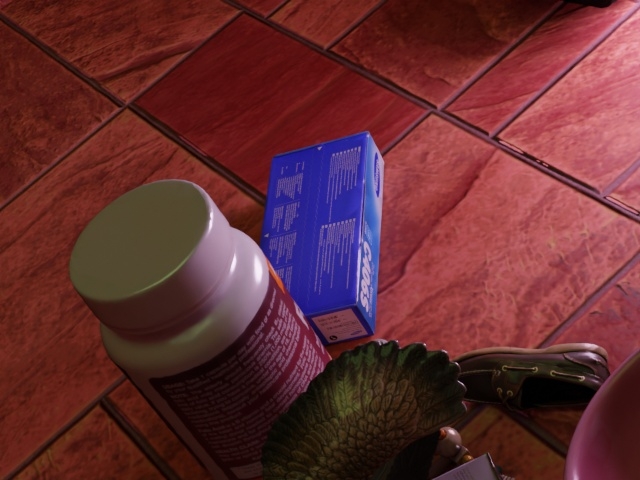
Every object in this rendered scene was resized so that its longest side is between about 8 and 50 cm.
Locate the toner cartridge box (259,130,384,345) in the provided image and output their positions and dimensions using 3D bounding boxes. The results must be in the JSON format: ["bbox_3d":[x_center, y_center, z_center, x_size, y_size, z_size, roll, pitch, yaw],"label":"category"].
[{"bbox_3d":[0.000,0.000,1.948,0.165,0.075,0.348,-12,44,19],"label":"toner cartridge box"}]

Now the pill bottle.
[{"bbox_3d":[-0.133,0.123,1.660,0.224,0.392,0.224,-16,43,16],"label":"pill bottle"}]

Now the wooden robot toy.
[{"bbox_3d":[0.154,0.260,1.591,0.076,0.079,0.173,-43,41,-14],"label":"wooden robot toy"}]

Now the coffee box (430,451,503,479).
[{"bbox_3d":[0.112,0.357,1.472,0.246,0.141,0.098,-28,41,5],"label":"coffee box"}]

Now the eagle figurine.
[{"bbox_3d":[0.028,0.261,1.347,0.226,0.298,0.225,42,31,14],"label":"eagle figurine"}]

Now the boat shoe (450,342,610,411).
[{"bbox_3d":[0.247,0.172,1.628,0.207,0.073,0.073,-10,43,23],"label":"boat shoe"}]

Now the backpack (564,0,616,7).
[{"bbox_3d":[0.458,-0.540,2.108,0.290,0.273,0.355,25,87,47],"label":"backpack"}]

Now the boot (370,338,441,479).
[{"bbox_3d":[0.071,0.243,1.652,0.190,0.076,0.208,-65,27,11],"label":"boot"}]

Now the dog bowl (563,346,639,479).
[{"bbox_3d":[0.417,0.214,1.314,0.408,0.150,0.408,-38,19,16],"label":"dog bowl"}]
